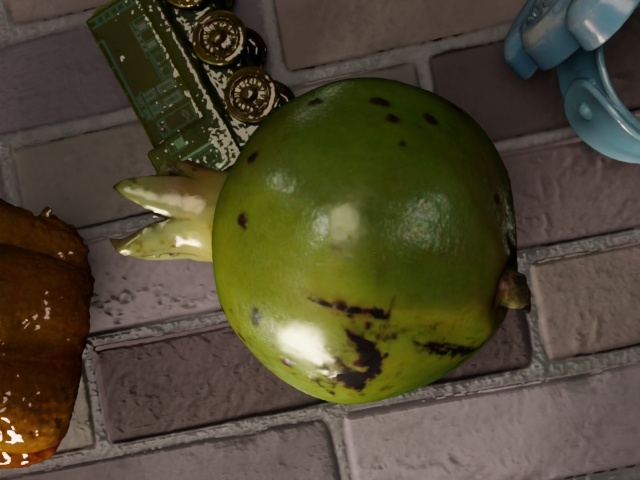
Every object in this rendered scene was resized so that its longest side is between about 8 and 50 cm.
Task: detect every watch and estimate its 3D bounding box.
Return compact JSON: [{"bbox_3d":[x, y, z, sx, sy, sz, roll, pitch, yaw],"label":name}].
[{"bbox_3d":[0.273,-0.166,1.086,0.193,0.211,0.211,34,91,-10],"label":"watch"}]

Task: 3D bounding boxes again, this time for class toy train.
[{"bbox_3d":[-0.116,-0.150,1.184,0.137,0.090,0.225,-31,81,9],"label":"toy train"}]

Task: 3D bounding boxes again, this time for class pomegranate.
[{"bbox_3d":[0.000,0.000,1.072,0.341,0.260,0.260,3,86,11],"label":"pomegranate"}]

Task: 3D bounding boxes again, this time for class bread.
[{"bbox_3d":[-0.268,0.080,1.113,0.135,0.247,0.232,9,96,-14],"label":"bread"}]
